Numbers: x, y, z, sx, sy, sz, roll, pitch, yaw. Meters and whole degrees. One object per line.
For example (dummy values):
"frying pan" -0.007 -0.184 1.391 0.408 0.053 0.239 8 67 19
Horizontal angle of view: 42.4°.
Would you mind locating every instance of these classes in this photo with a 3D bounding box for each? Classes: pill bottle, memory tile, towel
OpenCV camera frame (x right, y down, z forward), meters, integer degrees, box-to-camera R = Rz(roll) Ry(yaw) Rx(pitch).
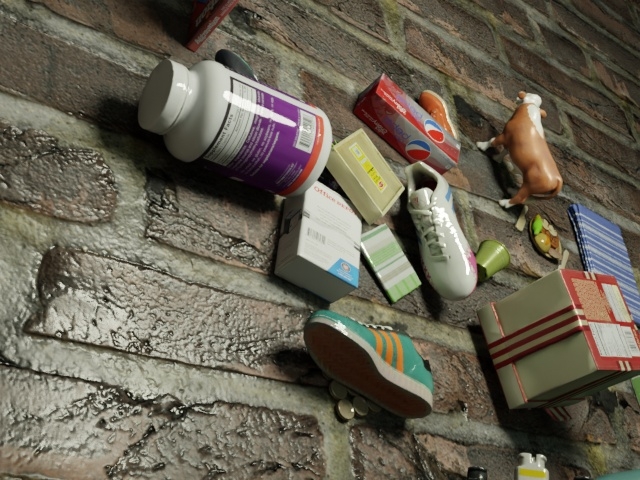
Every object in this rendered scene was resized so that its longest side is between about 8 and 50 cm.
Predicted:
"pill bottle" -0.150 -0.202 1.462 0.323 0.181 0.181 19 51 -34
"memory tile" 0.049 0.244 1.469 0.113 0.012 0.148 -3 64 -45
"towel" 0.136 0.047 1.691 0.113 0.023 0.152 -25 84 -47
"towel" 0.803 0.070 2.312 0.243 0.040 0.336 21 52 -35

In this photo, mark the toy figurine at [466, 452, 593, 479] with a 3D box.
"toy figurine" 0.369 0.486 1.454 0.213 0.209 0.148 30 51 -24

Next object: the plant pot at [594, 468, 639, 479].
"plant pot" 0.732 0.595 1.683 0.293 0.235 0.293 31 43 -35

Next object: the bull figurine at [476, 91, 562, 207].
"bull figurine" 0.517 -0.232 2.122 0.101 0.188 0.310 12 55 -39

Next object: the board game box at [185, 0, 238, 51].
"board game box" -0.170 -0.496 1.573 0.027 0.281 0.145 24 48 -30

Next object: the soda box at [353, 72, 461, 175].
"soda box" 0.205 -0.261 1.924 0.263 0.083 0.092 38 41 -17

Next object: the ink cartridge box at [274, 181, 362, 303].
"ink cartridge box" 0.000 0.000 1.540 0.140 0.082 0.190 30 43 -26

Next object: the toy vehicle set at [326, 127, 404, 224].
"toy vehicle set" 0.092 -0.137 1.692 0.166 0.035 0.267 54 21 -3

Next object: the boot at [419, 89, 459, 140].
"boot" 0.280 -0.303 2.049 0.085 0.059 0.158 -18 77 -44

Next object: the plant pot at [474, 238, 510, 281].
"plant pot" 0.379 0.052 1.881 0.083 0.083 0.079 52 51 -2

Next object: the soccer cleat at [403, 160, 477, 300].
"soccer cleat" 0.238 -0.025 1.753 0.143 0.116 0.331 42 29 -46

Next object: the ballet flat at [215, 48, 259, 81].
"ballet flat" -0.145 -0.286 1.616 0.203 0.074 0.074 50 40 -8

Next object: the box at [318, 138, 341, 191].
"box" -0.017 -0.185 1.697 0.162 0.029 0.116 28 46 -26

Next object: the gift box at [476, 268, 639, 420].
"gift box" 0.512 0.227 1.737 0.276 0.258 0.255 14 54 -39

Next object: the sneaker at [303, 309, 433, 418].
"sneaker" 0.088 0.196 1.456 0.302 0.108 0.121 40 40 -28

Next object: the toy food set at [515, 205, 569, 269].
"toy food set" 0.595 -0.007 2.154 0.192 0.038 0.132 45 40 -10

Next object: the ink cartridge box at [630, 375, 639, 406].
"ink cartridge box" 0.860 0.385 2.113 0.109 0.062 0.209 14 54 -38
